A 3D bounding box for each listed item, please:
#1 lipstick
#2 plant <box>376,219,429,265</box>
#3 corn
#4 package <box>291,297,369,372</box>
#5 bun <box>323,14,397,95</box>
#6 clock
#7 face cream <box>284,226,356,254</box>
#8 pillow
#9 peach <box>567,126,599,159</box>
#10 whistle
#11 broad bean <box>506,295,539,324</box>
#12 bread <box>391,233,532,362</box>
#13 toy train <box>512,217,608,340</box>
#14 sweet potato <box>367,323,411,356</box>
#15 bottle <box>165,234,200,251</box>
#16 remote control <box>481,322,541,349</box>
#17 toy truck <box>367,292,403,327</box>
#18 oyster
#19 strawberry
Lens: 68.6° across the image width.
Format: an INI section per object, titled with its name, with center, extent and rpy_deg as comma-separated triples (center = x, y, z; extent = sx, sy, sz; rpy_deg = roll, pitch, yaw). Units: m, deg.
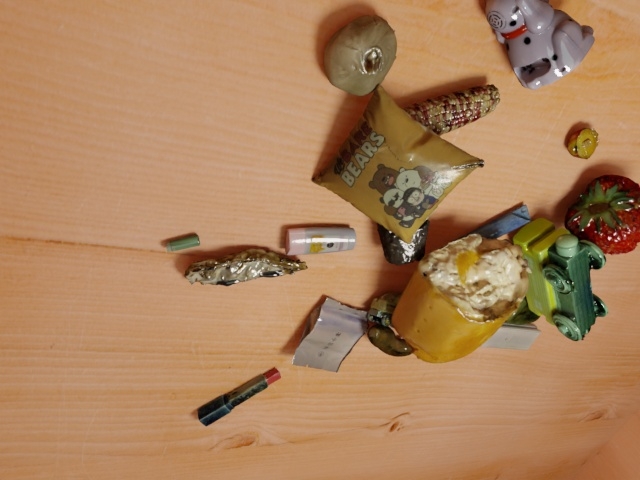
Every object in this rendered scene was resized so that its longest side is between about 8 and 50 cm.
[lipstick]
center = -0.268, 0.523, 1.588
extent = 0.312, 0.051, 0.051
rpy_deg = -31, 126, 0
[plant]
center = 0.233, -0.034, 1.329
extent = 0.132, 0.129, 0.195
rpy_deg = -12, 109, -14
[corn]
center = 0.318, -0.324, 1.188
extent = 0.289, 0.098, 0.098
rpy_deg = -21, 128, -9
[package]
center = 0.036, 0.313, 1.537
extent = 0.203, 0.062, 0.251
rpy_deg = 22, 104, -31
[bun]
center = 0.097, -0.404, 1.036
extent = 0.166, 0.113, 0.173
rpy_deg = 5, 124, -23
[clock]
center = 0.482, -0.505, 1.093
extent = 0.189, 0.189, 0.254
rpy_deg = -44, 111, 12
[face cream]
center = 0.000, 0.000, 1.316
extent = 0.198, 0.057, 0.084
rpy_deg = -4, 124, -18
[pillow]
center = 0.177, -0.166, 1.145
extent = 0.312, 0.119, 0.310
rpy_deg = 35, 131, -2
[peach]
center = 0.775, -0.291, 1.397
extent = 0.098, 0.061, 0.098
rpy_deg = -7, 105, -26
[whistle]
center = 0.529, -0.021, 1.493
extent = 0.304, 0.062, 0.062
rpy_deg = -27, 128, -1
[broad bean]
center = 0.764, 0.260, 1.779
extent = 0.206, 0.072, 0.153
rpy_deg = 6, 122, -36
[bread]
center = 0.421, 0.201, 1.405
extent = 0.361, 0.250, 0.394
rpy_deg = -17, 143, -29
[toy train]
center = 0.781, 0.128, 1.551
extent = 0.179, 0.272, 0.442
rpy_deg = -34, 124, -8
[sweet potato]
center = 0.227, 0.331, 1.591
extent = 0.286, 0.112, 0.085
rpy_deg = 45, 56, -51
[bottle]
center = -0.354, 0.008, 1.210
extent = 0.083, 0.030, 0.030
rpy_deg = -13, 127, -10
[remote control]
center = 0.731, 0.370, 1.843
extent = 0.277, 0.055, 0.103
rpy_deg = 10, 119, -24
[toy truck]
center = 0.249, 0.230, 1.547
extent = 0.191, 0.085, 0.116
rpy_deg = 19, 85, -33
[oyster]
center = -0.200, 0.075, 1.294
extent = 0.345, 0.079, 0.129
rpy_deg = -4, 145, -20
[strawberry]
center = 0.936, -0.068, 1.503
extent = 0.288, 0.239, 0.250
rpy_deg = 24, 117, -42
